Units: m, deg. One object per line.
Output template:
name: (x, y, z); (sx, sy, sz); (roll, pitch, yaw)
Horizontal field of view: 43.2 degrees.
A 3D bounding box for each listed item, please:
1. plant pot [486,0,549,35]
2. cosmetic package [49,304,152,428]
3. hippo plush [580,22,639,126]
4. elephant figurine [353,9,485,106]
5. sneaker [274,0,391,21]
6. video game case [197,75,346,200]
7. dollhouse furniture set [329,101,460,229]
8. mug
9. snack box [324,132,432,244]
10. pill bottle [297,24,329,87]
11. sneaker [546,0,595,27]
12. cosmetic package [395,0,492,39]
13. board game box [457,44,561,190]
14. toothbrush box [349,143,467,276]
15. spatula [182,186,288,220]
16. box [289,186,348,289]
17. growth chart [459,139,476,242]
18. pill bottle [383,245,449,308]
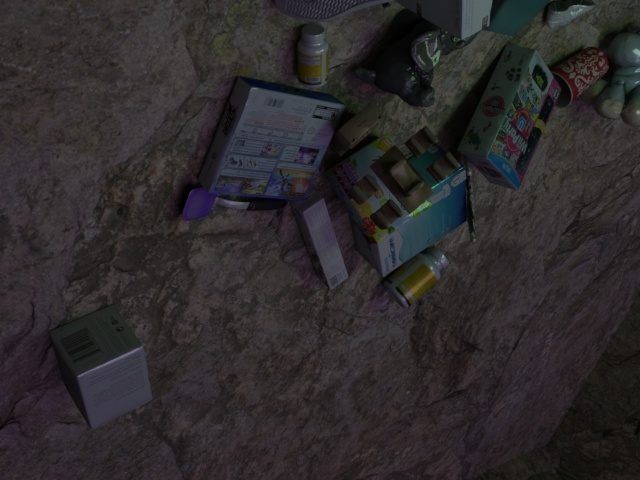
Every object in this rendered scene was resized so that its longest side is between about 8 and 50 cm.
plant pot: (0.428, -0.587, 1.799); (0.165, 0.166, 0.234); (-3, 133, -41)
cosmetic package: (-0.470, 0.272, 1.746); (0.151, 0.151, 0.184); (-24, 139, -26)
hippo plush: (0.913, -0.475, 2.293); (0.294, 0.234, 0.237); (-16, 134, -33)
elephant figurine: (0.225, -0.426, 1.764); (0.186, 0.169, 0.239); (-23, 145, -59)
sneaker: (0.041, -0.482, 1.581); (0.255, 0.151, 0.094); (-7, 106, 3)
video game case: (-0.102, -0.209, 1.724); (0.269, 0.061, 0.244); (2, 121, -44)
dollhouse furniture set: (0.144, -0.172, 1.805); (0.212, 0.242, 0.161); (-41, -178, -6)
mug: (0.692, -0.454, 2.236); (0.169, 0.150, 0.113); (-36, 106, -19)
snack box: (0.138, -0.123, 1.924); (0.174, 0.207, 0.070); (-33, -174, -15)
pill bottle: (-0.015, -0.376, 1.649); (0.065, 0.065, 0.116); (-24, 138, -26)
sneaker: (0.640, -0.591, 2.086); (0.152, 0.054, 0.061); (-19, 145, -22)
cosmetic package: (0.235, -0.509, 1.624); (0.085, 0.231, 0.117); (-30, 139, -20)
board game box: (0.494, -0.314, 2.092); (0.224, 0.097, 0.303); (30, 84, -51)
toothbrush box: (0.230, -0.078, 2.103); (0.295, 0.126, 0.216); (-34, 143, -15)
spatula: (-0.183, -0.081, 1.791); (0.296, 0.030, 0.084); (-1, 125, -43)
box: (0.000, 0.000, 2.010); (0.067, 0.063, 0.324); (-37, 142, -14)
growth chart: (0.398, -0.127, 2.167); (0.021, 0.172, 0.237); (-6, 125, 7)
pill bottle: (0.280, 0.102, 2.334); (0.184, 0.103, 0.103); (-41, 142, -6)
